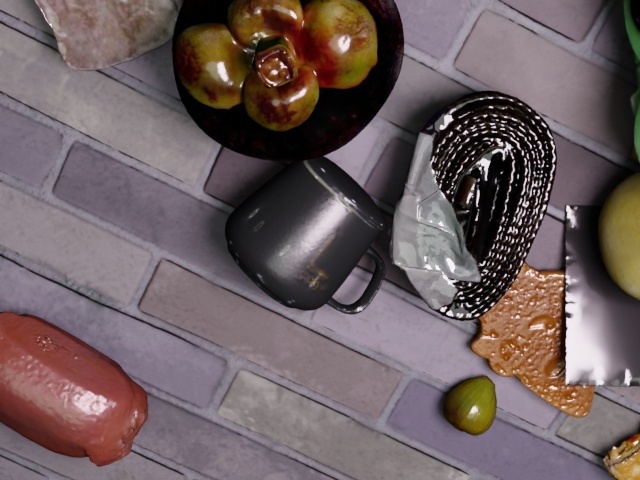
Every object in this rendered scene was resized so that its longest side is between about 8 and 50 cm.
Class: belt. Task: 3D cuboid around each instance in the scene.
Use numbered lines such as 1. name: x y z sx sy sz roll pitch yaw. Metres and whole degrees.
1. belt: 0.190 -0.044 1.127 0.184 0.164 0.289 16 102 5

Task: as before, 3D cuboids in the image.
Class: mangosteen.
1. mangosteen: -0.040 -0.212 1.018 0.275 0.302 0.274 1 105 2

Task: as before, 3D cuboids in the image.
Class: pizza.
1. pizza: 0.510 0.278 1.279 0.188 0.062 0.198 22 100 -18

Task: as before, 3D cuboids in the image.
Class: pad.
1. pad: 0.512 0.077 1.199 0.368 0.007 0.247 1 85 2

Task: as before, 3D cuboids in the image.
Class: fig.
1. fig: 0.216 0.231 1.267 0.074 0.074 0.088 33 86 -8

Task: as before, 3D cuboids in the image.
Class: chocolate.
1. chocolate: -0.274 -0.368 1.086 0.185 0.100 0.303 -15 103 17

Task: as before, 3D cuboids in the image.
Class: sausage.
1. sausage: -0.369 0.204 1.235 0.280 0.152 0.152 35 105 -8

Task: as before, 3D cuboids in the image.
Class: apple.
1. apple: 0.448 -0.009 1.118 0.200 0.200 0.200 0 107 2

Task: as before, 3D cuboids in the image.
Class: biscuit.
1. biscuit: 0.302 0.126 1.244 0.183 0.043 0.280 -32 102 12

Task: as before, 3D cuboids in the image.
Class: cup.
1. cup: 0.000 0.000 1.164 0.223 0.169 0.176 39 97 -25

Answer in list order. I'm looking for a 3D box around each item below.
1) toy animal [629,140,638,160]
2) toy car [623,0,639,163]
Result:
1. toy animal: 0.488 -0.173 1.138 0.136 0.073 0.181 16 110 4
2. toy car: 0.444 -0.215 1.014 0.214 0.176 0.358 -3 92 -16
